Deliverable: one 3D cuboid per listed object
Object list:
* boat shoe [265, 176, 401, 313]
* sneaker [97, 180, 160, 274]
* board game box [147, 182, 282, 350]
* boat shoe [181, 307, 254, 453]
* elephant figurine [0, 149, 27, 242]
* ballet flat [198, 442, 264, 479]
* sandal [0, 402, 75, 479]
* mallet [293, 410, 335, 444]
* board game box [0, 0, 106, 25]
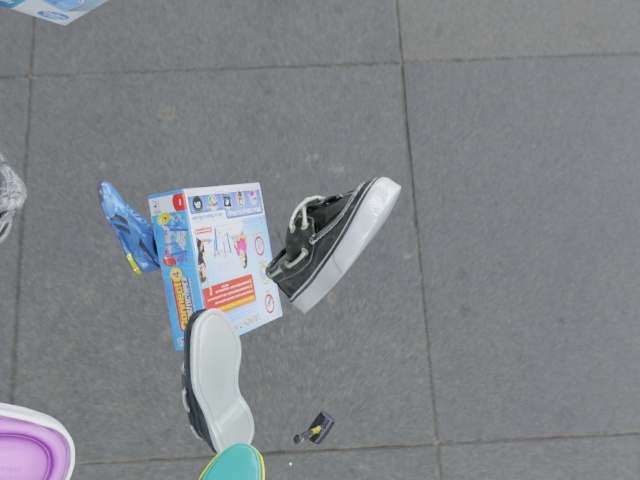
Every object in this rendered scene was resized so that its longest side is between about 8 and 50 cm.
[{"bbox_3d":[0.000,0.000,0.698,0.070,0.219,0.078,39,56,0],"label":"boat shoe"},{"bbox_3d":[-0.376,-0.033,1.558,0.082,0.069,0.209,-23,107,3],"label":"sneaker"},{"bbox_3d":[-0.205,0.041,1.581,0.086,0.308,0.302,-8,92,24],"label":"board game box"},{"bbox_3d":[-0.189,0.237,1.286,0.091,0.303,0.114,17,34,36],"label":"boat shoe"},{"bbox_3d":[-0.570,-0.027,1.232,0.169,0.240,0.186,34,33,16],"label":"elephant figurine"},{"bbox_3d":[-0.113,0.335,0.832,0.077,0.077,0.231,9,49,3],"label":"ballet flat"},{"bbox_3d":[-0.417,0.215,0.732,0.102,0.416,0.170,10,92,45],"label":"sandal"},{"bbox_3d":[-0.013,0.363,1.491,0.039,0.190,0.062,35,86,15],"label":"mallet"},{"bbox_3d":[-0.254,-0.320,0.717,0.336,0.253,0.079,-11,81,38],"label":"board game box"}]
